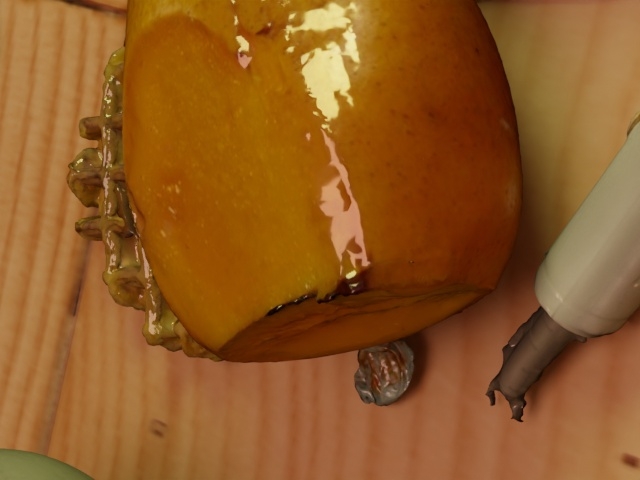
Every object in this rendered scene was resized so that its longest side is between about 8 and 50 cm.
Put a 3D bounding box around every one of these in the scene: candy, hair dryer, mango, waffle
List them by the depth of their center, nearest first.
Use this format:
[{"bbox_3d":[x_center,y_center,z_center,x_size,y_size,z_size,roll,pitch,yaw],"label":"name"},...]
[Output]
[{"bbox_3d":[0.149,-0.052,0.734,0.173,0.107,0.357,46,125,22],"label":"hair dryer"},{"bbox_3d":[-0.006,-0.078,0.817,0.187,0.138,0.257,-19,71,32],"label":"mango"},{"bbox_3d":[0.000,0.000,0.890,0.053,0.046,0.182,-41,64,34],"label":"candy"},{"bbox_3d":[-0.073,-0.032,0.956,0.160,0.046,0.192,-46,60,29],"label":"waffle"}]

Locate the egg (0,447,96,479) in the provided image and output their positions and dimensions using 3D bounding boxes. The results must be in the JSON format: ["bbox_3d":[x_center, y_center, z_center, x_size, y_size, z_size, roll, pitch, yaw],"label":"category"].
[{"bbox_3d":[-0.176,0.292,0.900,0.230,0.230,0.371,9,99,41],"label":"egg"}]
